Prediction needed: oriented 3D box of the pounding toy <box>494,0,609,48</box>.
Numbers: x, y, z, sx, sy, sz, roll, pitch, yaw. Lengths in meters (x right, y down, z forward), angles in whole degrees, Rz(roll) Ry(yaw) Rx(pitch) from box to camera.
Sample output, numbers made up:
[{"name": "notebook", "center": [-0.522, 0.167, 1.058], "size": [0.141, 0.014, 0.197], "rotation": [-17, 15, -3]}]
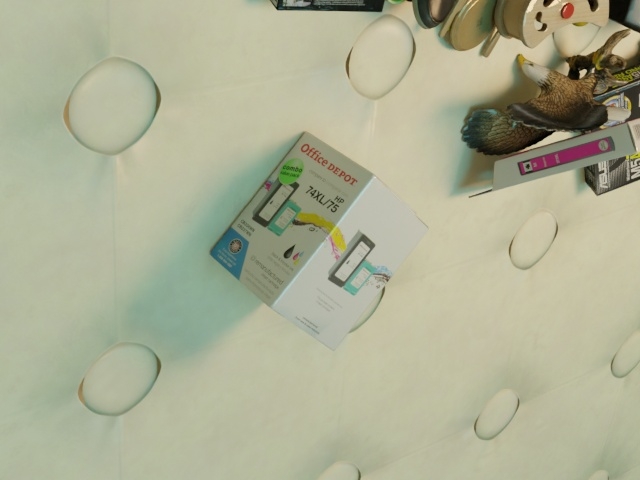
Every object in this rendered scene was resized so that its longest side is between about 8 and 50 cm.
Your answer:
[{"name": "pounding toy", "center": [0.415, -0.407, 1.806], "size": [0.269, 0.155, 0.154], "rotation": [-1, 116, -35]}]

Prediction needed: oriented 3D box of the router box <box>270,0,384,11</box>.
[{"name": "router box", "center": [0.021, -0.414, 1.560], "size": [0.179, 0.046, 0.133], "rotation": [-4, 129, -22]}]

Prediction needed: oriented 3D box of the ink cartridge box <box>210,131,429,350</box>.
[{"name": "ink cartridge box", "center": [0.000, 0.000, 1.745], "size": [0.270, 0.198, 0.197], "rotation": [-52, 136, -1]}]

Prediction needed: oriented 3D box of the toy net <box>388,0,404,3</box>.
[{"name": "toy net", "center": [0.081, -0.472, 1.614], "size": [0.232, 0.045, 0.122], "rotation": [29, 97, -46]}]

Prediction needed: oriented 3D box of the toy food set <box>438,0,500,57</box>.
[{"name": "toy food set", "center": [0.271, -0.399, 1.836], "size": [0.192, 0.038, 0.132], "rotation": [8, 117, -55]}]

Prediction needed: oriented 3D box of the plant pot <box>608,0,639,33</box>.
[{"name": "plant pot", "center": [0.620, -0.487, 1.976], "size": [0.167, 0.188, 0.187], "rotation": [-1, 119, -25]}]

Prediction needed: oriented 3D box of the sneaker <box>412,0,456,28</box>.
[{"name": "sneaker", "center": [0.231, -0.443, 1.664], "size": [0.083, 0.118, 0.222], "rotation": [29, 79, -48]}]

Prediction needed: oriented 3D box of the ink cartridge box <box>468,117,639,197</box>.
[{"name": "ink cartridge box", "center": [0.466, -0.161, 1.957], "size": [0.176, 0.371, 0.069], "rotation": [-19, 91, -46]}]

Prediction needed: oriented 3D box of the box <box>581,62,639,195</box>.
[{"name": "box", "center": [0.666, -0.244, 2.202], "size": [0.216, 0.060, 0.270], "rotation": [-21, 131, -4]}]

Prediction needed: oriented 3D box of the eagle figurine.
[{"name": "eagle figurine", "center": [0.439, -0.258, 1.964], "size": [0.298, 0.225, 0.226], "rotation": [-48, 149, -20]}]
